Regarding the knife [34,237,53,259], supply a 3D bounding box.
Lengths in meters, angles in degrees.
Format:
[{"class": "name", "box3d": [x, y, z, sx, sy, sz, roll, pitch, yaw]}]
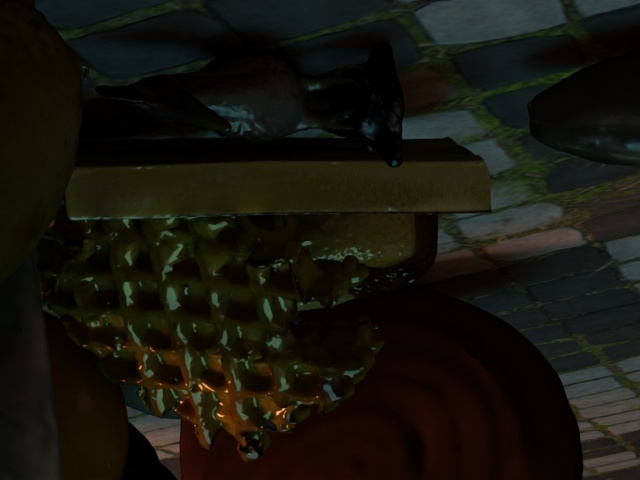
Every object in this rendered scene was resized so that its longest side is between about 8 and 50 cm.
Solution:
[{"class": "knife", "box3d": [-0.150, 0.017, 1.377, 0.054, 0.015, 0.212, -11, 166, 36]}]

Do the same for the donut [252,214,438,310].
[{"class": "donut", "box3d": [0.000, 0.000, 1.301, 0.184, 0.073, 0.166, -15, 166, 24]}]

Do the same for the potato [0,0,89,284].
[{"class": "potato", "box3d": [-0.247, -0.013, 0.827, 0.307, 0.173, 0.210, -46, 129, 14]}]

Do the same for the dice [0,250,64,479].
[{"class": "dice", "box3d": [-0.317, 0.123, 1.080, 0.330, 0.328, 0.348, -6, 164, -11]}]

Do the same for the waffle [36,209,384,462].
[{"class": "waffle", "box3d": [-0.077, 0.046, 1.248, 0.231, 0.051, 0.228, 33, 138, -13]}]

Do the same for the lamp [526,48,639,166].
[{"class": "lamp", "box3d": [0.248, -0.079, 1.118, 0.250, 0.101, 0.101, -4, 163, -5]}]

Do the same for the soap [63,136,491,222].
[{"class": "soap", "box3d": [-0.028, -0.038, 1.118, 0.252, 0.037, 0.092, -2, -167, -10]}]

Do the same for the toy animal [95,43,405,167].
[{"class": "toy animal", "box3d": [-0.033, -0.074, 1.041, 0.202, 0.070, 0.105, -1, -179, -38]}]

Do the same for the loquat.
[{"class": "loquat", "box3d": [-0.255, 0.145, 1.364, 0.235, 0.235, 0.235, -9, 164, -3]}]

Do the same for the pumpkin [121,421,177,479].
[{"class": "pumpkin", "box3d": [-0.288, 0.312, 1.695, 0.363, 0.363, 0.266, -5, 158, -13]}]

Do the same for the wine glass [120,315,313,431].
[{"class": "wine glass", "box3d": [-0.101, 0.091, 1.431, 0.202, 0.093, 0.093, 4, 176, 41]}]

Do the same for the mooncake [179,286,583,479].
[{"class": "mooncake", "box3d": [0.036, 0.192, 1.560, 0.325, 0.334, 0.174, 28, 171, 17]}]
